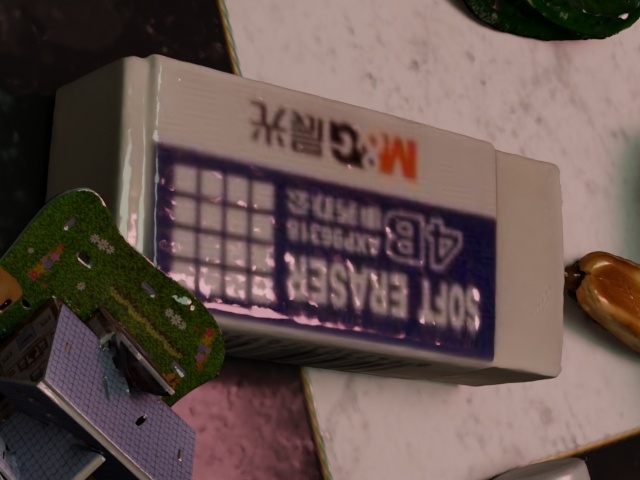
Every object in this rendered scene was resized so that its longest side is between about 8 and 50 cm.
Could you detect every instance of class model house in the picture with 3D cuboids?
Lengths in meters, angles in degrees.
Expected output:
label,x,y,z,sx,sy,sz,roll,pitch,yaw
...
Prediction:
label,x,y,z,sx,sy,sz,roll,pitch,yaw
model house,-0.115,0.078,0.663,0.167,0.088,0.117,-41,114,-2

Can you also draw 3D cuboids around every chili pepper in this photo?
label,x,y,z,sx,sy,sz,roll,pitch,yaw
chili pepper,0.098,-0.219,0.973,0.279,0.065,0.122,55,43,-17

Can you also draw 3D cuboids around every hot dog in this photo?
label,x,y,z,sx,sy,sz,roll,pitch,yaw
hot dog,0.188,0.039,1.002,0.133,0.041,0.056,28,63,-40

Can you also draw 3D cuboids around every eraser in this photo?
label,x,y,z,sx,sy,sz,roll,pitch,yaw
eraser,0.000,0.000,0.826,0.279,0.081,0.124,12,73,-37

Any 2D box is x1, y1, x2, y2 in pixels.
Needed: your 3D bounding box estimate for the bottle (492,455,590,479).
label,x,y,z,sx,sy,sz,roll,pitch,yaw
bottle,0.148,0.231,0.907,0.060,0.060,0.217,-16,90,-40
